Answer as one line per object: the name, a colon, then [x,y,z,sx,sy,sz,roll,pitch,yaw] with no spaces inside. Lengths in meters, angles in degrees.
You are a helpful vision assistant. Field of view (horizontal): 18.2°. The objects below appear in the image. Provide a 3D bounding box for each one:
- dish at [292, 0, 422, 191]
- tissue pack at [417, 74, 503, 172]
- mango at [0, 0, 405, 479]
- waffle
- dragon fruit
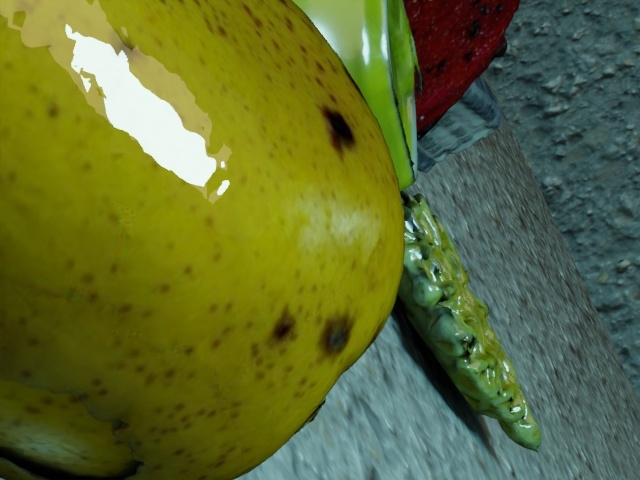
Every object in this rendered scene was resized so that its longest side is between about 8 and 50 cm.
dish: [-0.001,-0.091,1.162,0.262,0.108,0.221,75,13,-48]
tissue pack: [0.022,-0.239,1.828,0.288,0.124,0.394,66,12,17]
mango: [-0.085,-0.031,0.589,0.290,0.160,0.191,47,28,-38]
waffle: [0.102,0.057,1.629,0.223,0.054,0.204,52,13,-46]
dragon fruit: [0.037,-0.169,1.504,0.100,0.282,0.343,34,21,26]
